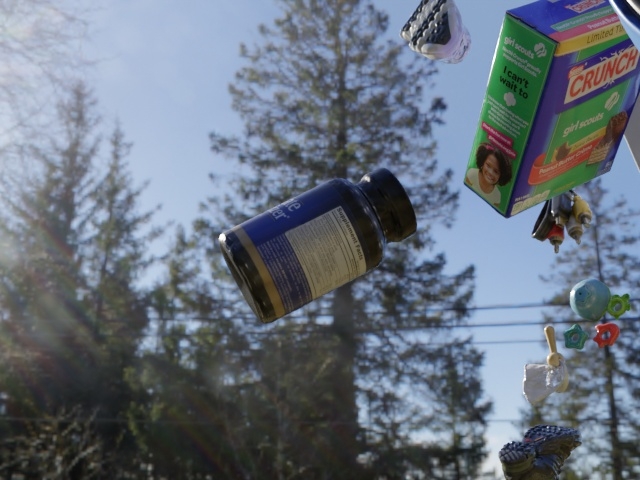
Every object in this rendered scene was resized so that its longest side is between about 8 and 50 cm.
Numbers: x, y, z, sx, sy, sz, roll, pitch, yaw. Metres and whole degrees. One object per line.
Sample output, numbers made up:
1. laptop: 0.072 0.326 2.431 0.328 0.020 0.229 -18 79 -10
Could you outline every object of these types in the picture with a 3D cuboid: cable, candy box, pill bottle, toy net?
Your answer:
1. cable: 0.514 -0.091 1.630 0.072 0.287 0.139 32 -44 -10
2. candy box: 0.386 -0.225 1.233 0.268 0.122 0.317 -23 -43 -28
3. pill bottle: 0.000 0.000 0.933 0.219 0.123 0.123 -27 -15 -12
4. toy net: 0.419 0.176 1.272 0.045 0.232 0.122 23 6 -41

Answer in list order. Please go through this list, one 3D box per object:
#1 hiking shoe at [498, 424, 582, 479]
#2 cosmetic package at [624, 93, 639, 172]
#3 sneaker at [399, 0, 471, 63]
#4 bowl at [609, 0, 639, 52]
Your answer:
1. hiking shoe: 0.430 0.434 1.512 0.227 0.114 0.086 -9 6 -36
2. cosmetic package: 0.702 -0.231 1.501 0.225 0.224 0.138 -18 -5 -39
3. sneaker: 0.225 -0.368 1.392 0.118 0.292 0.110 35 -72 -12
4. bowl: 0.377 -0.286 0.558 0.077 0.391 0.391 18 -25 -34
